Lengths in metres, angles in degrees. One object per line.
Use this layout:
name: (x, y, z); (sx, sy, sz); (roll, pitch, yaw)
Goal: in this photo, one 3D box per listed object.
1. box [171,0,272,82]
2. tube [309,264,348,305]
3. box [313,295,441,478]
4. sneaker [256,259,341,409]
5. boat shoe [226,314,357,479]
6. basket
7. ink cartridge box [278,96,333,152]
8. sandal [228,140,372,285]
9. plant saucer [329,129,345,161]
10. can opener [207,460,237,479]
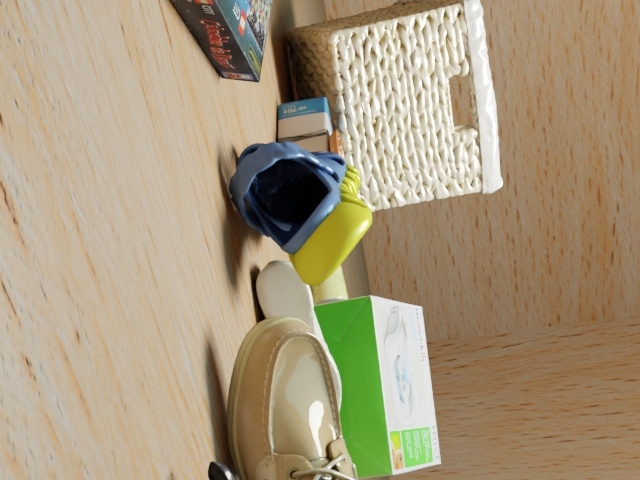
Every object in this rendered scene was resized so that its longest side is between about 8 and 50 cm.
box: (-0.085, -0.262, 0.927); (0.233, 0.044, 0.159); (56, 42, -79)
tube: (0.000, 0.000, 1.658); (0.070, 0.062, 0.240); (-40, -129, 46)
box: (0.080, 0.230, 1.524); (0.231, 0.126, 0.262); (19, 63, -63)
sneaker: (-0.027, 0.125, 1.113); (0.094, 0.080, 0.212); (-164, -115, -83)
boat shoe: (-0.007, 0.214, 0.828); (0.098, 0.109, 0.302); (1, -85, 52)
basket: (0.116, -0.240, 1.702); (0.331, 0.266, 0.328); (-139, -142, -71)
ink cartridge box: (-0.015, -0.102, 1.477); (0.191, 0.082, 0.140); (-90, 171, -48)
sandal: (-0.032, -0.060, 1.080); (0.138, 0.126, 0.317); (40, 3, -12)
plant saucer: (0.025, -0.118, 1.422); (0.083, 0.013, 0.084); (-10, 90, -83)
can opener: (-0.064, 0.223, 0.707); (0.059, 0.073, 0.186); (-50, 146, -25)
